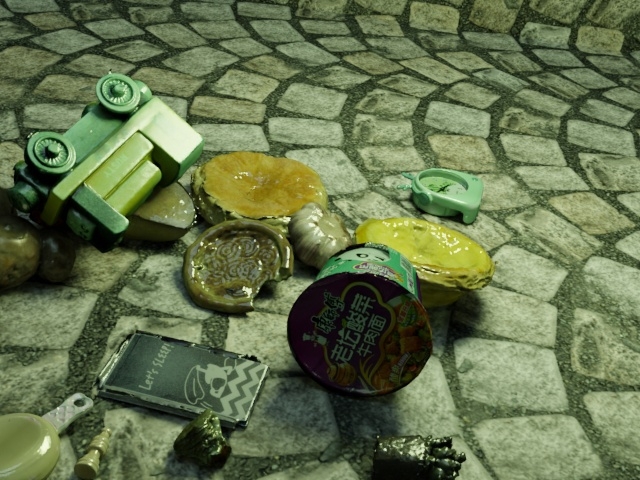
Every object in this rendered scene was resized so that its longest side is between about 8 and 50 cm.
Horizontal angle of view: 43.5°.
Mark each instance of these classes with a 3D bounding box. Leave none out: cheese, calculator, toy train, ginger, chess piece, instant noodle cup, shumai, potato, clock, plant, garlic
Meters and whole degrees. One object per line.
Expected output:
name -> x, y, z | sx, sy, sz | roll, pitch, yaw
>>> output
cheese -> -0.436, 0.300, 1.207 | 0.137, 0.064, 0.227 | 26, 36, 23
calculator -> -0.236, 0.235, 1.382 | 0.274, 0.028, 0.165 | 12, 37, 9
toy train -> -0.423, -0.158, 1.599 | 0.253, 0.160, 0.397 | 41, 53, -7
ginger -> -0.632, 0.005, 1.546 | 0.304, 0.155, 0.244 | 29, 31, 15
chess piece -> -0.341, 0.320, 1.226 | 0.035, 0.035, 0.092 | 11, 30, 4
instant noodle cup -> 0.079, 0.126, 1.436 | 0.251, 0.251, 0.190 | 12, 25, 5
shumai -> -0.176, 0.317, 1.255 | 0.080, 0.082, 0.083 | 48, 52, -8
potato -> -0.387, -0.076, 1.717 | 0.243, 0.098, 0.138 | 13, 55, -14
clock -> 0.296, -0.122, 1.996 | 0.211, 0.065, 0.159 | 15, 34, 11
plant -> 0.151, 0.345, 1.244 | 0.143, 0.094, 0.092 | 8, 22, 7
garlic -> 0.000, 0.000, 1.717 | 0.159, 0.102, 0.147 | 42, 39, 7

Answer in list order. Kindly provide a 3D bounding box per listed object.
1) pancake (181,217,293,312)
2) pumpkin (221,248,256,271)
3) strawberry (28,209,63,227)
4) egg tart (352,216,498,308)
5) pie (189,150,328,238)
pancake -> -0.168, 0.047, 1.612 | 0.212, 0.029, 0.235 | 31, 61, 18
pumpkin -> -0.162, 0.042, 1.663 | 0.083, 0.054, 0.074 | 26, 55, 11
strawberry -> -0.514, -0.094, 1.733 | 0.111, 0.190, 0.236 | 47, 47, -15
egg tart -> 0.203, 0.052, 1.648 | 0.315, 0.120, 0.315 | 11, 22, -4
pie -> -0.142, -0.110, 1.868 | 0.340, 0.083, 0.339 | 7, 31, -4
